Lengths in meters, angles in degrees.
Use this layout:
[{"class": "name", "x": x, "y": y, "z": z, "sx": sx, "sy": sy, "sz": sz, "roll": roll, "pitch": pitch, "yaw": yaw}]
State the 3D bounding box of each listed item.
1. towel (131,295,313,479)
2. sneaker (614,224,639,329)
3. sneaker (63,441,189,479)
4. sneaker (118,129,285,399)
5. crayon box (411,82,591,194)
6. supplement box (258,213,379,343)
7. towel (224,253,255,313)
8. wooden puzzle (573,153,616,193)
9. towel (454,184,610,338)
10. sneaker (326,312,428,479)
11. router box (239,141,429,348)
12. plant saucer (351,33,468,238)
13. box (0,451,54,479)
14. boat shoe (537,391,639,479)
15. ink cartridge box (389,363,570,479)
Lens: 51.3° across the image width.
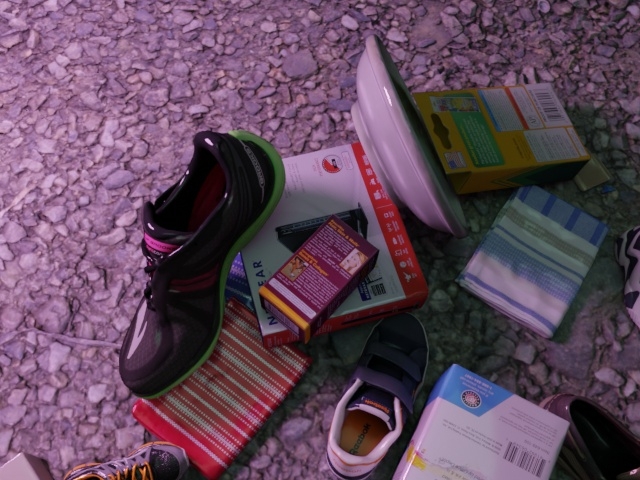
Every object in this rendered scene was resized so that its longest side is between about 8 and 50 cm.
[{"class": "towel", "x": -0.173, "y": 0.256, "z": 1.175, "sx": 0.199, "sy": 0.031, "sz": 0.275, "roll": 38, "pitch": 74, "yaw": 9}, {"class": "sneaker", "x": 0.631, "y": 0.067, "z": 1.224, "sx": 0.094, "sy": 0.153, "sz": 0.234, "roll": -2, "pitch": 66, "yaw": 0}, {"class": "sneaker", "x": -0.321, "y": 0.393, "z": 1.088, "sx": 0.215, "sy": 0.083, "sz": 0.084, "roll": -16, "pitch": 86, "yaw": -5}, {"class": "sneaker", "x": -0.238, "y": 0.030, "z": 1.110, "sx": 0.185, "sy": 0.202, "sz": 0.482, "roll": 24, "pitch": 93, "yaw": 37}, {"class": "crayon box", "x": 0.348, "y": -0.207, "z": 1.336, "sx": 0.323, "sy": 0.083, "sz": 0.203, "roll": -7, "pitch": 62, "yaw": -18}, {"class": "supplement box", "x": -0.002, "y": 0.063, "z": 1.109, "sx": 0.104, "sy": 0.080, "sz": 0.188, "roll": 39, "pitch": 69, "yaw": 15}, {"class": "towel", "x": -0.141, "y": 0.009, "z": 1.299, "sx": 0.243, "sy": 0.040, "sz": 0.335, "roll": 23, "pitch": 70, "yaw": 6}, {"class": "wooden puzzle", "x": 0.558, "y": -0.142, "z": 1.390, "sx": 0.079, "sy": 0.014, "sz": 0.116, "roll": -18, "pitch": 68, "yaw": -4}, {"class": "towel", "x": 0.419, "y": 0.029, "z": 1.301, "sx": 0.209, "sy": 0.034, "sz": 0.285, "roll": 32, "pitch": 70, "yaw": 11}, {"class": "sneaker", "x": 0.108, "y": 0.256, "z": 1.147, "sx": 0.126, "sy": 0.127, "sz": 0.321, "roll": 20, "pitch": 66, "yaw": 9}, {"class": "router box", "x": 0.000, "y": 0.000, "z": 1.231, "sx": 0.301, "sy": 0.082, "sz": 0.335, "roll": -14, "pitch": 66, "yaw": -9}, {"class": "plant saucer", "x": 0.146, "y": -0.172, "z": 1.217, "sx": 0.101, "sy": 0.400, "sz": 0.400, "roll": -25, "pitch": 67, "yaw": 16}, {"class": "box", "x": -0.434, "y": 0.481, "z": 1.051, "sx": 0.113, "sy": 0.094, "sz": 0.275, "roll": -35, "pitch": 72, "yaw": -16}, {"class": "boat shoe", "x": 0.506, "y": 0.396, "z": 1.092, "sx": 0.355, "sy": 0.130, "sz": 0.132, "roll": 41, "pitch": 72, "yaw": 15}, {"class": "ink cartridge box", "x": 0.227, "y": 0.377, "z": 1.056, "sx": 0.198, "sy": 0.197, "sz": 0.270, "roll": 27, "pitch": 69, "yaw": 9}]
